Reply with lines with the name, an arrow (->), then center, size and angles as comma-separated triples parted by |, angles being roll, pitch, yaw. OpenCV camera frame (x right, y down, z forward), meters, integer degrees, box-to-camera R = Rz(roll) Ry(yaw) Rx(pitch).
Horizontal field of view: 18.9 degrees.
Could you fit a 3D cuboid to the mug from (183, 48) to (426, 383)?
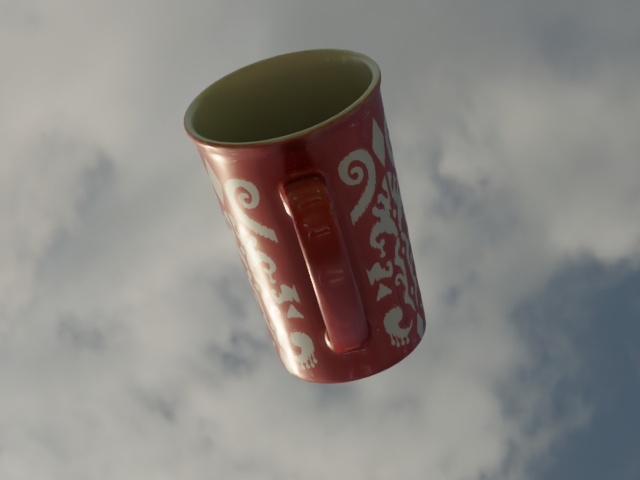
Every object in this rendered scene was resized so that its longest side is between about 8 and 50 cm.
mug -> -0.008, -0.001, 1.095 | 0.113, 0.169, 0.150 | -1, -147, 24
